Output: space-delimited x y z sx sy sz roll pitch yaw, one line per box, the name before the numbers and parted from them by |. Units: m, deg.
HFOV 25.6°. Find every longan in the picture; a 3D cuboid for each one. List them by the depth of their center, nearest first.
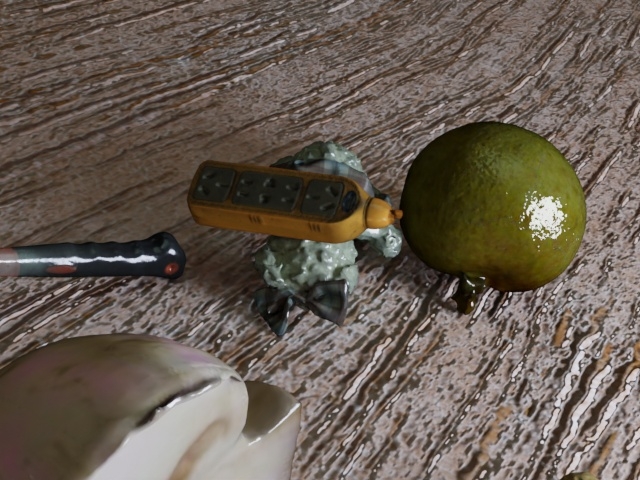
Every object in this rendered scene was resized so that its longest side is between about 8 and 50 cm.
longan | 0.144 -0.017 1.188 0.154 0.176 0.145 5 -17 22

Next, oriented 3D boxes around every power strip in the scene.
power strip | -0.022 -0.029 1.087 0.178 0.028 0.049 8 62 18

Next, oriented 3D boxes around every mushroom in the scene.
mushroom | -0.136 0.105 0.832 0.173 0.162 0.236 33 34 27

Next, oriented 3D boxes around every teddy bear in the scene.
teddy bear | 0.003 -0.021 1.149 0.133 0.111 0.213 10 29 2

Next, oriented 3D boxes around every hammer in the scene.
hammer | -0.220 0.015 1.029 0.287 0.111 0.033 -2 36 -40

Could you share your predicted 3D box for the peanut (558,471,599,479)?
peanut | 0.161 0.192 0.911 0.053 0.054 0.113 20 34 11
